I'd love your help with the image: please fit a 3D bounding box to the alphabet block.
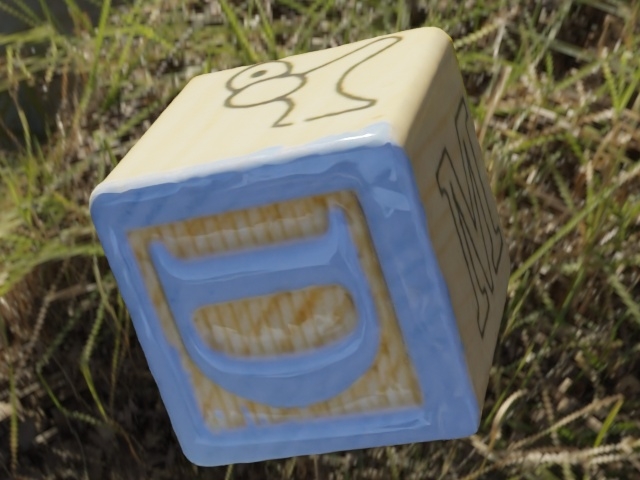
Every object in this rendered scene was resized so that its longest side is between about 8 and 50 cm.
[{"bbox_3d":[0.000,0.000,0.852,0.193,0.193,0.197,-8,24,18],"label":"alphabet block"}]
